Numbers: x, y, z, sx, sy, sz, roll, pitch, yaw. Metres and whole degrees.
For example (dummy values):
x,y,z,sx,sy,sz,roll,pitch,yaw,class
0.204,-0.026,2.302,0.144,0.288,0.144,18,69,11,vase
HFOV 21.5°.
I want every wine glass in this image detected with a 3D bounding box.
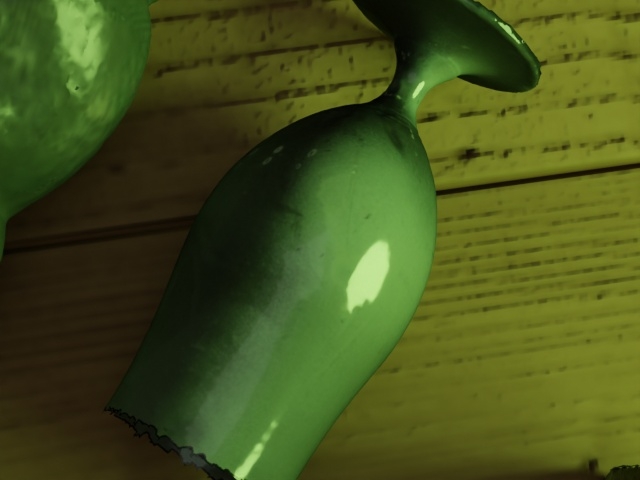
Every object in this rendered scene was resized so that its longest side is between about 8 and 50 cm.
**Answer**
x,y,z,sx,sy,sz,roll,pitch,yaw,class
0.000,0.000,0.648,0.093,0.093,0.202,31,81,-1,wine glass

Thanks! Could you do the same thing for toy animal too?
x,y,z,sx,sy,sz,roll,pitch,yaw,class
-0.145,-0.022,0.629,0.138,0.108,0.236,13,82,-4,toy animal

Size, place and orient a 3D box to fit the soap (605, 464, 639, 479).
x,y,z,sx,sy,sz,roll,pitch,yaw,class
0.131,0.212,0.596,0.080,0.160,0.258,11,80,-2,soap
